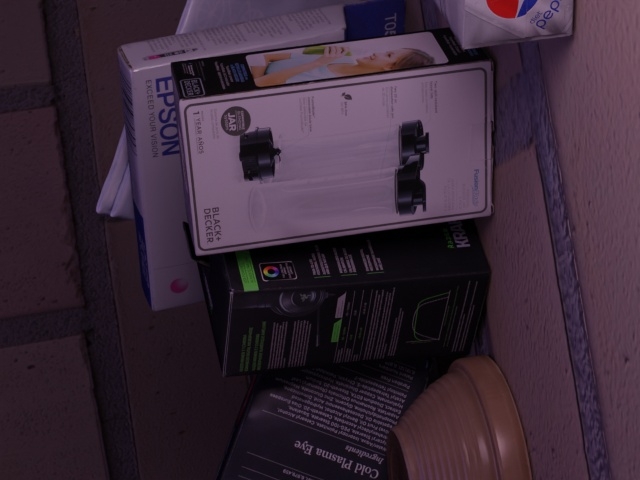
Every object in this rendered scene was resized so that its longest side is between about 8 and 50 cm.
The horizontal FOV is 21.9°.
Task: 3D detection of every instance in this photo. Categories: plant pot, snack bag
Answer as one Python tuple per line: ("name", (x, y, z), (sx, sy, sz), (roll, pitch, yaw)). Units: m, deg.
("plant pot", (0.132, 0.238, 1.668), (0.237, 0.110, 0.237), (173, 90, -80))
("snack bag", (-0.100, -0.170, 1.951), (0.037, 0.323, 0.342), (26, 100, 34))

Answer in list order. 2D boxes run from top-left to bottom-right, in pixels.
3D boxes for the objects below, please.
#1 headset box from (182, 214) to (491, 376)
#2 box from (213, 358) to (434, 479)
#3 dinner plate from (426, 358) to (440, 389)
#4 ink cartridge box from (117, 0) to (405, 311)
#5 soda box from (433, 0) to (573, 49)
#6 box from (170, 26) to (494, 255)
("headset box", (0.000, 0.000, 1.707), (0.131, 0.283, 0.246), (98, 163, -44))
("box", (-0.022, 0.259, 1.894), (0.343, 0.179, 0.312), (117, 172, -81))
("dinner plate", (0.123, 0.175, 1.974), (0.141, 0.017, 0.141), (172, 90, -80))
("ink cartridge box", (-0.048, -0.094, 1.846), (0.071, 0.330, 0.324), (-120, 22, -51))
("soda box", (0.121, -0.261, 1.350), (0.286, 0.091, 0.098), (-110, 15, -55))
("box", (0.013, -0.094, 1.551), (0.087, 0.290, 0.169), (-109, 12, -58))
